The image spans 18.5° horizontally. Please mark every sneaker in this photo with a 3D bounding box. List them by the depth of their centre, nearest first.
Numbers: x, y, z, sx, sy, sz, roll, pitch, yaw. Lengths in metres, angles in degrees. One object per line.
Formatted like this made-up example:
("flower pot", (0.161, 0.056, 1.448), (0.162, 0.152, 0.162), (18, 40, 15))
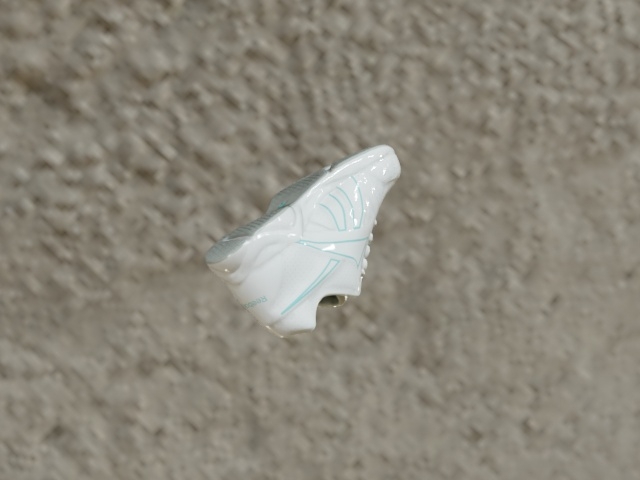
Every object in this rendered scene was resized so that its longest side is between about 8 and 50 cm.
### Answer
("sneaker", (0.000, 0.000, 0.985), (0.053, 0.061, 0.152), (-26, -170, 40))
